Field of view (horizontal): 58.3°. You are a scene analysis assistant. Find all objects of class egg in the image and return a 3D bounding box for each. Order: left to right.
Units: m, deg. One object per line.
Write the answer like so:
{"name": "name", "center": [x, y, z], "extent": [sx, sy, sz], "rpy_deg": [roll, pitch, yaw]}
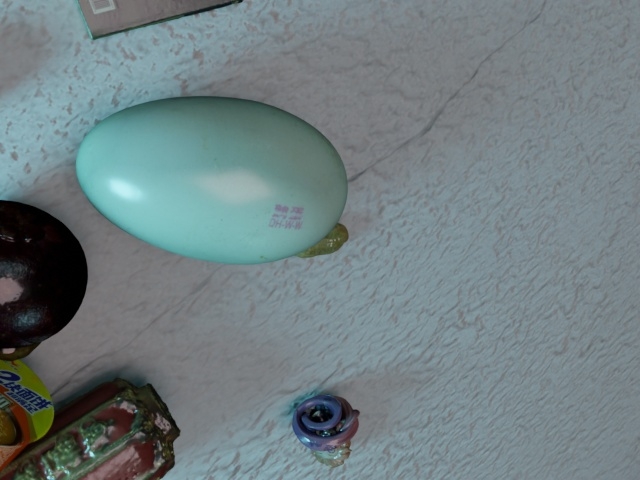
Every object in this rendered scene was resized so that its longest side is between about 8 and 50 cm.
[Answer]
{"name": "egg", "center": [-0.138, -0.082, 0.793], "extent": [0.370, 0.230, 0.230], "rpy_deg": [4, 101, -23]}

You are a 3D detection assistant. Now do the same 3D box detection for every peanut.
{"name": "peanut", "center": [0.000, 0.000, 0.990], "extent": [0.113, 0.054, 0.054], "rpy_deg": [-15, 110, -26]}

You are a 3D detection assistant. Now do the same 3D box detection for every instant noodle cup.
{"name": "instant noodle cup", "center": [-0.469, 0.237, 0.696], "extent": [0.213, 0.213, 0.174], "rpy_deg": [38, 91, -30]}

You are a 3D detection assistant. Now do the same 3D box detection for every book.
{"name": "book", "center": [-0.231, -0.383, 0.782], "extent": [0.228, 0.024, 0.160], "rpy_deg": [-24, 114, -20]}

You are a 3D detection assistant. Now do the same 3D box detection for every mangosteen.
{"name": "mangosteen", "center": [-0.398, 0.049, 0.718], "extent": [0.209, 0.210, 0.210], "rpy_deg": [-7, 106, -26]}

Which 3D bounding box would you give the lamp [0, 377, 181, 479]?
{"name": "lamp", "center": [-0.343, 0.320, 0.828], "extent": [0.273, 0.177, 0.177], "rpy_deg": [-30, 115, -17]}

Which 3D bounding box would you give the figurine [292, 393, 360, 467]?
{"name": "figurine", "center": [0.017, 0.351, 1.068], "extent": [0.157, 0.126, 0.114], "rpy_deg": [64, 27, -50]}
